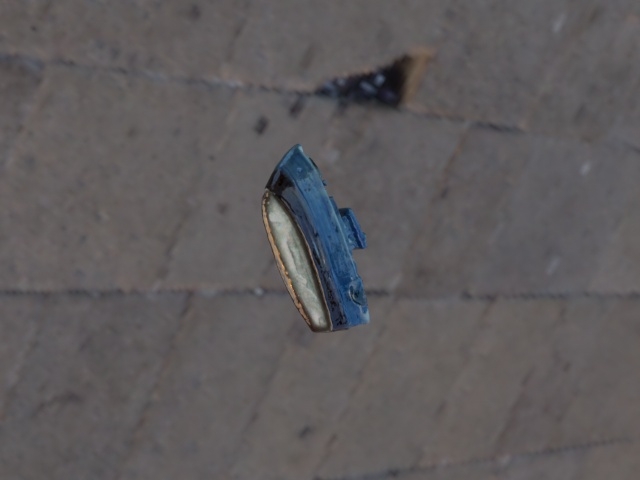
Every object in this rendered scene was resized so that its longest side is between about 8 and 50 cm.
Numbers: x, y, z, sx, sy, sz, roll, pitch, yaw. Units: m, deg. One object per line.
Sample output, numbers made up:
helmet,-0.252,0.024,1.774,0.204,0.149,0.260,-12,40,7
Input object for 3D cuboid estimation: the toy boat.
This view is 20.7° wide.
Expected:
toy boat,0.000,0.000,1.233,0.061,0.060,0.137,-35,107,-39
